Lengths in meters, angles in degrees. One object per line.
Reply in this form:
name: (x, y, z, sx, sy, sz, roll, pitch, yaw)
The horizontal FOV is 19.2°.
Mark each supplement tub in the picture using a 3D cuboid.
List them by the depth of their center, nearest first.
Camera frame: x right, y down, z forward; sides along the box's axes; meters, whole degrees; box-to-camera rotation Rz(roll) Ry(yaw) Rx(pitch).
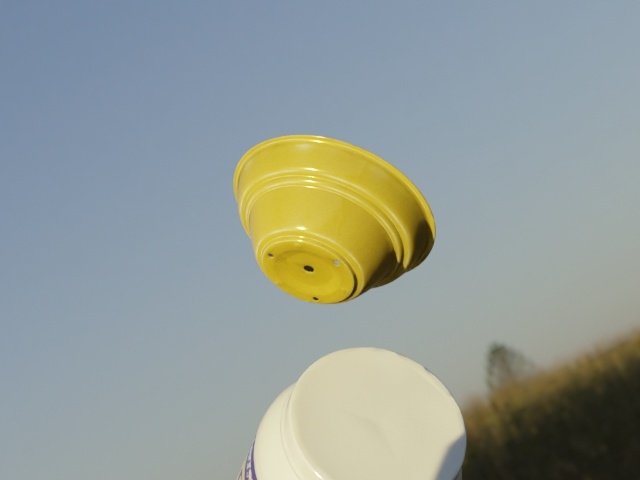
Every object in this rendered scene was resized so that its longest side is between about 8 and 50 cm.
supplement tub: (0.023, 0.296, 2.191, 0.241, 0.241, 0.331, -22, -27, -30)

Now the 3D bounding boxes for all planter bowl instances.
planter bowl: (0.000, 0.000, 1.914, 0.217, 0.217, 0.090, -38, 23, 49)
